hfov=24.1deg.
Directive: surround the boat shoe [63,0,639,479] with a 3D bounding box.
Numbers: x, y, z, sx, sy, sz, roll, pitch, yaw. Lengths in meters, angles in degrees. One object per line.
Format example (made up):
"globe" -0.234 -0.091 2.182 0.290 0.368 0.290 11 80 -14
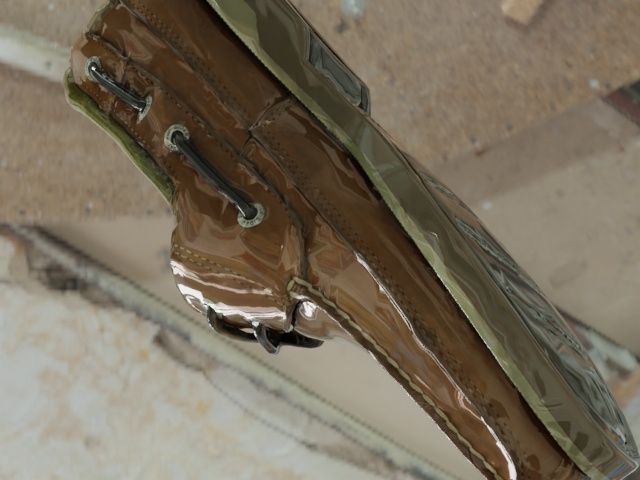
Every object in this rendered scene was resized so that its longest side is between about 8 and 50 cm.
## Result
"boat shoe" 0.000 0.000 0.588 0.104 0.307 0.111 -42 -36 7
